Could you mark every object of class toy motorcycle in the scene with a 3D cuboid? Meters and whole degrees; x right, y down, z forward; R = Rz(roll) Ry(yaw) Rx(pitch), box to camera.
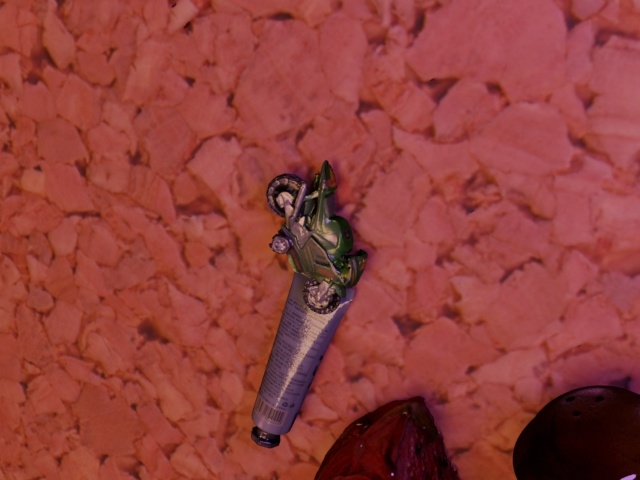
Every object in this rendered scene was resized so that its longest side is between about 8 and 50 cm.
[{"bbox_3d":[0.000,0.000,1.369,0.106,0.074,0.190,-15,99,25],"label":"toy motorcycle"}]

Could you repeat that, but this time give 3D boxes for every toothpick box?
[{"bbox_3d":[0.335,0.312,1.242,0.192,0.192,0.294,-6,112,31],"label":"toothpick box"}]

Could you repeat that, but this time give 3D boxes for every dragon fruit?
[{"bbox_3d":[0.091,0.369,1.355,0.240,0.330,0.302,8,113,3],"label":"dragon fruit"}]

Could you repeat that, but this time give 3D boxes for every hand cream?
[{"bbox_3d":[-0.033,0.162,1.463,0.091,0.058,0.271,28,114,20],"label":"hand cream"}]
